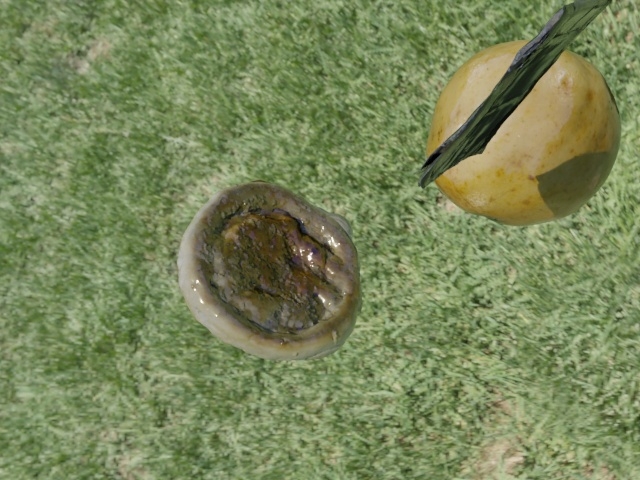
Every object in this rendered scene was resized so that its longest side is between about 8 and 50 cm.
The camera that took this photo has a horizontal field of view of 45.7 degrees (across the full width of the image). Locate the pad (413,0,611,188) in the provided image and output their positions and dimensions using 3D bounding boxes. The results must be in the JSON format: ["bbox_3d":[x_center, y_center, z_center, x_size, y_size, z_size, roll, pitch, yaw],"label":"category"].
[{"bbox_3d":[0.193,-0.153,0.763,0.022,0.174,0.233,46,131,11],"label":"pad"}]

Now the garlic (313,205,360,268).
[{"bbox_3d":[0.000,0.000,1.683,0.229,0.178,0.142,32,90,9],"label":"garlic"}]

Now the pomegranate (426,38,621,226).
[{"bbox_3d":[0.305,-0.159,1.175,0.308,0.307,0.307,-8,75,30],"label":"pomegranate"}]

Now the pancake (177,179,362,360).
[{"bbox_3d":[-0.028,0.019,0.510,0.022,0.140,0.139,-53,52,47],"label":"pancake"}]
